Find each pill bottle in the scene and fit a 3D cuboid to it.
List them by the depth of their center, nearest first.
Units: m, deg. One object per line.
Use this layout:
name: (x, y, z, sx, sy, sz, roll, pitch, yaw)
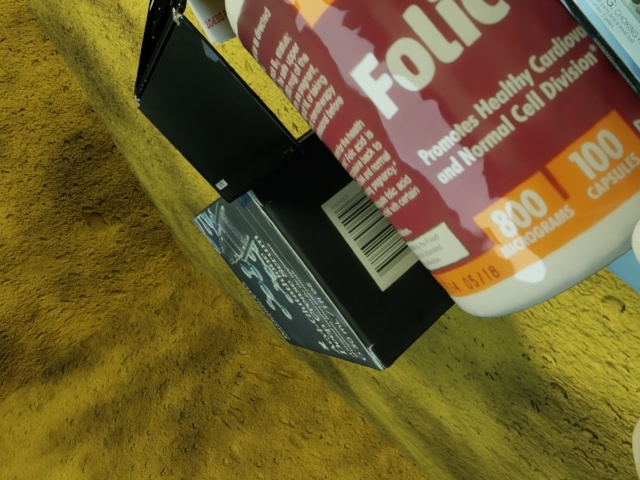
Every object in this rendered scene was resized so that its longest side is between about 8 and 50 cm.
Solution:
pill bottle: (0.074, -0.159, 0.448, 0.392, 0.224, 0.224, 50, 161, 0)

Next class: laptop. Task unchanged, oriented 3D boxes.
laptop: (-0.108, -0.200, 0.639, 0.137, 0.264, 0.234, 11, 167, -24)

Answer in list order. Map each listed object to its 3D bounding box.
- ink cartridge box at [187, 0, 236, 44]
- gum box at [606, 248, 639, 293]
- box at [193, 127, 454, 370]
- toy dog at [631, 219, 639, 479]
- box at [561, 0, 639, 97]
ink cartridge box: (-0.121, -0.365, 0.699, 0.172, 0.100, 0.237, 14, 138, 61)
gum box: (0.334, 0.021, 0.471, 0.157, 0.041, 0.184, 43, 160, 20)
box: (0.000, 0.000, 0.936, 0.293, 0.212, 0.395, 53, 162, -9)
toy dog: (0.273, 0.026, 0.338, 0.161, 0.220, 0.333, -109, 28, -46)
box: (0.177, -0.182, 0.290, 0.233, 0.159, 0.044, 51, -156, 0)
